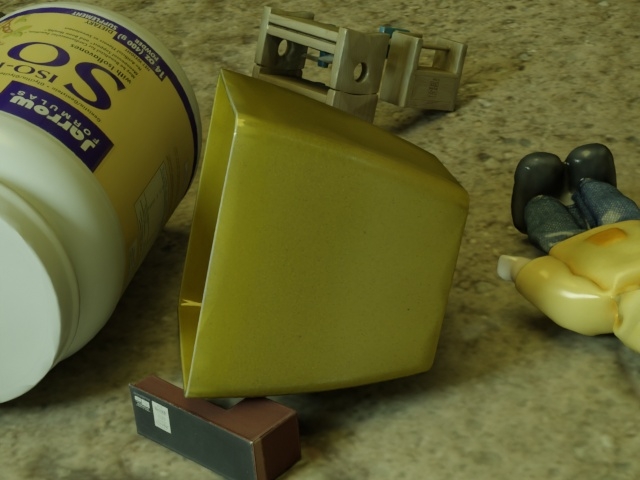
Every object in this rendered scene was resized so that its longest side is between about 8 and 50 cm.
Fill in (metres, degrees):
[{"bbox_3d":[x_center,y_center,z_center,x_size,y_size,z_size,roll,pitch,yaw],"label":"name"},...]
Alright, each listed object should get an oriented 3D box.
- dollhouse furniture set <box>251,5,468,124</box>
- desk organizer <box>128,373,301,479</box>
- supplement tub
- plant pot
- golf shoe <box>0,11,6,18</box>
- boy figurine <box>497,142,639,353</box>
[{"bbox_3d":[0.037,-0.165,1.526,0.183,0.129,0.129,-1,18,-44],"label":"dollhouse furniture set"},{"bbox_3d":[-0.079,0.135,1.072,0.130,0.047,0.050,19,36,38],"label":"desk organizer"},{"bbox_3d":[-0.254,-0.039,1.219,0.241,0.241,0.331,1,30,14],"label":"supplement tub"},{"bbox_3d":[0.000,0.000,1.117,0.187,0.212,0.212,8,15,-10],"label":"plant pot"},{"bbox_3d":[-0.398,-0.132,1.524,0.120,0.105,0.273,33,67,19],"label":"golf shoe"},{"bbox_3d":[0.235,0.018,1.166,0.177,0.092,0.285,-8,26,-6],"label":"boy figurine"}]
